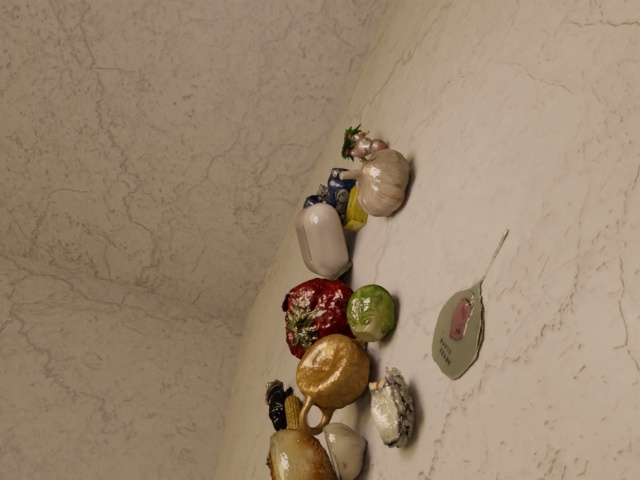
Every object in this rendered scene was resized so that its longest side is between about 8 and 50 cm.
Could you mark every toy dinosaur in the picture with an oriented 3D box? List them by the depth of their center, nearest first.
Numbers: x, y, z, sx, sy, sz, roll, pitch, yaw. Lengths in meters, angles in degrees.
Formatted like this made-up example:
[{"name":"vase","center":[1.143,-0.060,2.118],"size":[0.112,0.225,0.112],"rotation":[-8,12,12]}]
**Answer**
[{"name":"toy dinosaur","center":[0.183,-0.383,1.784],"size":[0.194,0.177,0.152],"rotation":[21,-98,-74]}]

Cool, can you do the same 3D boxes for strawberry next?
[{"name":"strawberry","center":[0.020,0.244,1.423],"size":[0.274,0.220,0.273],"rotation":[-2,86,37]}]

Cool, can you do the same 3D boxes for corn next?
[{"name":"corn","center":[-0.090,0.628,1.623],"size":[0.207,0.068,0.068],"rotation":[-122,51,-70]}]

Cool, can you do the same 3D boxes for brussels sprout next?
[{"name":"brussels sprout","center":[0.129,0.191,1.210],"size":[0.155,0.118,0.155],"rotation":[-58,11,18]}]

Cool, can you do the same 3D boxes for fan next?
[{"name":"fan","center":[0.290,0.117,0.880],"size":[0.182,0.010,0.310],"rotation":[-116,45,-73]}]

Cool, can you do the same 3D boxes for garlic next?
[{"name":"garlic","center":[0.159,-0.191,1.417],"size":[0.218,0.212,0.218],"rotation":[-165,90,-72]}]

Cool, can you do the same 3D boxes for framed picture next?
[{"name":"framed picture","center":[0.020,0.214,1.642],"size":[0.216,0.016,0.273],"rotation":[-32,-28,-56]}]

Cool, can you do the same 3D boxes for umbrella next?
[{"name":"umbrella","center":[-0.161,0.659,1.797],"size":[0.358,0.106,0.113],"rotation":[-167,87,-80]}]

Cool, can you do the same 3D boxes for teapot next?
[{"name":"teapot","center":[0.045,0.378,1.218],"size":[0.203,0.167,0.311],"rotation":[-7,42,44]}]

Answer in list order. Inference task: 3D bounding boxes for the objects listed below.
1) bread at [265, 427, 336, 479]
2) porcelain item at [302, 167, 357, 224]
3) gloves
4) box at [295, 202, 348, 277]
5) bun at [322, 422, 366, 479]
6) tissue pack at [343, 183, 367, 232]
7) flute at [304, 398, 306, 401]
[{"name":"bread","center":[-0.043,0.619,1.143],"size":[0.305,0.159,0.305],"rotation":[168,90,-77]},{"name":"porcelain item","center":[0.048,-0.191,1.941],"size":[0.138,0.186,0.288],"rotation":[-80,14,-47]},{"name":"gloves","center":[0.159,0.356,0.963],"size":[0.114,0.070,0.153],"rotation":[-52,28,34]},{"name":"box","center":[-0.001,0.000,1.798],"size":[0.349,0.141,0.288],"rotation":[-179,76,-77]},{"name":"bun","center":[0.066,0.506,1.104],"size":[0.138,0.094,0.138],"rotation":[163,90,-78]},{"name":"tissue pack","center":[0.143,-0.130,1.731],"size":[0.095,0.062,0.175],"rotation":[137,150,-65]},{"name":"flute","center":[-0.013,0.458,1.658],"size":[0.014,0.014,0.269],"rotation":[-179,107,-77]}]
